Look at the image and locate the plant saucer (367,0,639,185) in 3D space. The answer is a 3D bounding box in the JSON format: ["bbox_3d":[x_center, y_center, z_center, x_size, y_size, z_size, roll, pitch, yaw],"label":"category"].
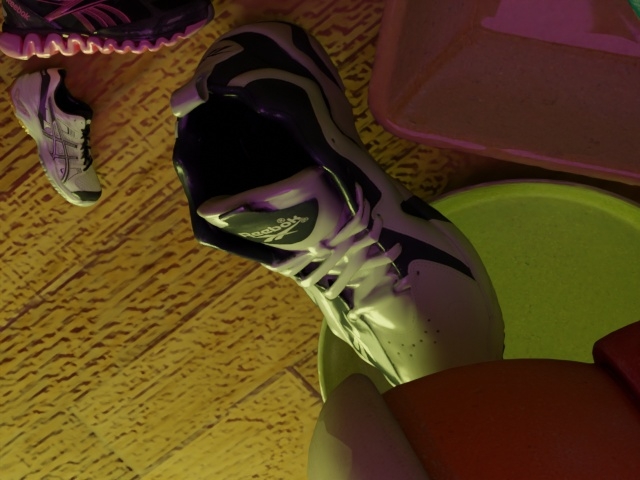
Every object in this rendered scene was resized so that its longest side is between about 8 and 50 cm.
[{"bbox_3d":[0.213,-0.184,0.968,0.333,0.081,0.332,11,118,2],"label":"plant saucer"}]

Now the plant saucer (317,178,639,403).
[{"bbox_3d":[0.120,0.066,1.132,0.241,0.037,0.241,3,118,5],"label":"plant saucer"}]

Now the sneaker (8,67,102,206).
[{"bbox_3d":[-0.139,-0.057,1.103,0.037,0.032,0.083,-21,113,17],"label":"sneaker"}]

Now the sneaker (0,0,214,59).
[{"bbox_3d":[-0.116,-0.128,1.060,0.119,0.047,0.057,-3,105,7],"label":"sneaker"}]

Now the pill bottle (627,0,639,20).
[{"bbox_3d":[0.194,-0.143,0.864,0.146,0.146,0.264,-29,110,20],"label":"pill bottle"}]

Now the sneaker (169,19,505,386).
[{"bbox_3d":[0.000,0.000,1.015,0.094,0.153,0.235,-26,94,24],"label":"sneaker"}]

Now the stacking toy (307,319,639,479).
[{"bbox_3d":[0.268,0.128,0.958,0.480,0.350,0.350,-28,112,-2],"label":"stacking toy"}]
